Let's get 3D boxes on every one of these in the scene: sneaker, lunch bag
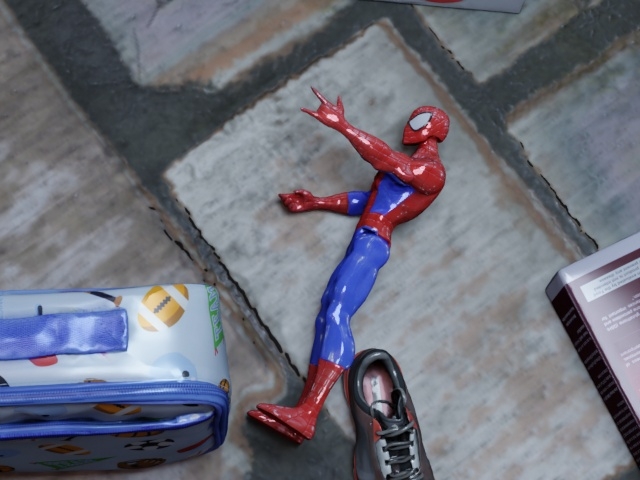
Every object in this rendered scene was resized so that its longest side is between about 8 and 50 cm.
[{"bbox_3d":[0.051,0.155,1.437,0.061,0.065,0.158,-16,77,-7],"label":"sneaker"},{"bbox_3d":[-0.215,0.100,1.344,0.303,0.243,0.115,-4,76,-5],"label":"lunch bag"}]

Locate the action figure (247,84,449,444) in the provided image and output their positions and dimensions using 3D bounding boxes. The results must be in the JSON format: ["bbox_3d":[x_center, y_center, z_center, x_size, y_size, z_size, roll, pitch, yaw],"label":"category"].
[{"bbox_3d":[0.000,0.000,1.457,0.139,0.091,0.280,32,76,-5],"label":"action figure"}]

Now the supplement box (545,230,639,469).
[{"bbox_3d":[0.287,0.108,1.458,0.130,0.073,0.239,-25,78,-8],"label":"supplement box"}]

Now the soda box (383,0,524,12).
[{"bbox_3d":[0.063,-0.235,1.529,0.216,0.074,0.069,4,76,-2],"label":"soda box"}]
